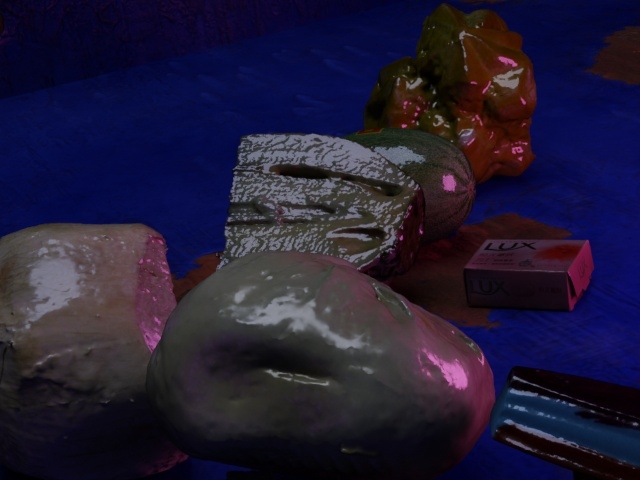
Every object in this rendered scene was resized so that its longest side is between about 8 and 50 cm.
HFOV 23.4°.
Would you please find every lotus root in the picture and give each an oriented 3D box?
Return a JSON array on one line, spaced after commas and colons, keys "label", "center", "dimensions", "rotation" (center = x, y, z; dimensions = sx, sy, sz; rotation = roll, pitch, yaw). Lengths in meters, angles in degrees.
[{"label": "lotus root", "center": [0.013, -0.010, 2.055], "dimensions": [0.260, 0.149, 0.267], "rotation": [-3, 55, 13]}]

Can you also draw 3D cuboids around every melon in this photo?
[{"label": "melon", "center": [0.079, -0.070, 2.210], "dimensions": [0.287, 0.182, 0.182], "rotation": [-3, 22, 14]}]

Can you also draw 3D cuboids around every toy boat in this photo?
[{"label": "toy boat", "center": [0.345, 0.197, 1.376], "dimensions": [0.392, 0.079, 0.136], "rotation": [15, 18, 5]}]

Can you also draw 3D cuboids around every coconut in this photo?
[{"label": "coconut", "center": [-0.280, 0.124, 1.715], "dimensions": [0.254, 0.297, 0.297], "rotation": [-11, 21, -14]}]

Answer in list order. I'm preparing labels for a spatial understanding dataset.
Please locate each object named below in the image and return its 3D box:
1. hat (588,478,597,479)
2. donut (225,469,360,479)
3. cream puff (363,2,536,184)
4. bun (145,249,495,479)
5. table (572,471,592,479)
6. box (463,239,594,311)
[{"label": "hat", "center": [0.196, 0.292, 1.386], "dimensions": [0.193, 0.082, 0.193], "rotation": [-31, -10, -6]}, {"label": "donut", "center": [-0.011, 0.267, 1.469], "dimensions": [0.166, 0.108, 0.065], "rotation": [-1, 43, 27]}, {"label": "cream puff", "center": [0.195, -0.234, 2.473], "dimensions": [0.274, 0.270, 0.323], "rotation": [-15, 20, -1]}, {"label": "bun", "center": [0.007, 0.127, 1.526], "dimensions": [0.361, 0.213, 0.361], "rotation": [6, -12, 1]}, {"label": "table", "center": [0.291, 0.233, 1.479], "dimensions": [0.083, 0.082, 0.070], "rotation": [-15, 22, -15]}, {"label": "box", "center": [0.271, 0.042, 2.014], "dimensions": [0.156, 0.060, 0.111], "rotation": [2, 22, 23]}]
